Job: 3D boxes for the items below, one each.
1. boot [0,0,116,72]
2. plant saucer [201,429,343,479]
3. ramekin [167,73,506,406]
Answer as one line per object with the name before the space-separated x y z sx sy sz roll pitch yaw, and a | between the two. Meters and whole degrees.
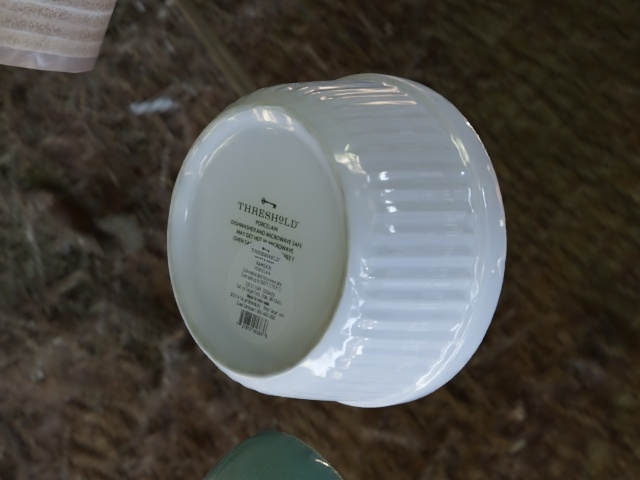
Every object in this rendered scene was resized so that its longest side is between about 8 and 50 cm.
boot | -0.154 -0.171 0.460 0.283 0.109 0.220 7 104 -28
plant saucer | -0.017 0.248 0.809 0.043 0.317 0.318 -6 131 -23
ramekin | 0.000 0.000 1.056 0.109 0.207 0.207 0 128 -44
